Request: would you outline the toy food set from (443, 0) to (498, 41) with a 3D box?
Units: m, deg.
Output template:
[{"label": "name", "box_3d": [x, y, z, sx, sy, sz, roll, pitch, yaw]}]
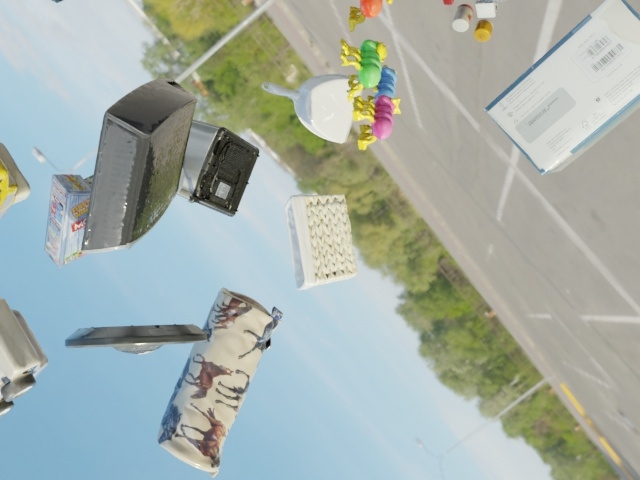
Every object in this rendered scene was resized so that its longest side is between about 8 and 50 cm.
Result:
[{"label": "toy food set", "box_3d": [0.339, -0.565, 1.585, 0.111, 0.104, 0.232, 5, 150, 26]}]

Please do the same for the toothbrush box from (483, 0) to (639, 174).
[{"label": "toothbrush box", "box_3d": [0.382, -0.210, 1.031, 0.126, 0.216, 0.295, 52, -157, 11]}]

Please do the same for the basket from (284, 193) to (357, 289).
[{"label": "basket", "box_3d": [0.000, 0.000, 1.308, 0.113, 0.103, 0.167, 139, 122, -77]}]

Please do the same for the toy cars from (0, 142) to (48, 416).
[{"label": "toy cars", "box_3d": [-0.338, 0.034, 0.734, 0.176, 0.394, 0.087, 24, -145, 33]}]

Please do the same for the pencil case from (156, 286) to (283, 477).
[{"label": "pencil case", "box_3d": [-0.232, 0.327, 1.654, 0.183, 0.410, 0.160, 29, 165, -24]}]

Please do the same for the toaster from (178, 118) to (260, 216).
[{"label": "toaster", "box_3d": [-0.232, -0.151, 1.493, 0.110, 0.168, 0.185, 19, 178, 26]}]

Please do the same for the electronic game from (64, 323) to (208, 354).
[{"label": "electronic game", "box_3d": [-0.302, 0.165, 1.176, 0.229, 0.229, 0.048, 27, -121, -75]}]

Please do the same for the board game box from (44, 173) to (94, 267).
[{"label": "board game box", "box_3d": [-0.446, -0.066, 1.377, 0.060, 0.194, 0.194, 43, 147, 21]}]

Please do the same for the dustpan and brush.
[{"label": "dustpan and brush", "box_3d": [-0.025, -0.308, 1.552, 0.211, 0.147, 0.060, 10, -164, -29]}]

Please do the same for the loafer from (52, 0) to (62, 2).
[{"label": "loafer", "box_3d": [-0.229, -0.283, 0.613, 0.078, 0.076, 0.223, 52, 157, -11]}]

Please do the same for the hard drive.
[{"label": "hard drive", "box_3d": [-0.202, -0.093, 0.828, 0.054, 0.172, 0.255, 16, -160, -3]}]

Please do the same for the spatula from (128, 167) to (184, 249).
[{"label": "spatula", "box_3d": [-0.324, -0.100, 1.388, 0.019, 0.168, 0.242, 30, -162, -27]}]

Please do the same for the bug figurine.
[{"label": "bug figurine", "box_3d": [0.088, -0.278, 1.131, 0.279, 0.072, 0.216, 71, -158, -54]}]
